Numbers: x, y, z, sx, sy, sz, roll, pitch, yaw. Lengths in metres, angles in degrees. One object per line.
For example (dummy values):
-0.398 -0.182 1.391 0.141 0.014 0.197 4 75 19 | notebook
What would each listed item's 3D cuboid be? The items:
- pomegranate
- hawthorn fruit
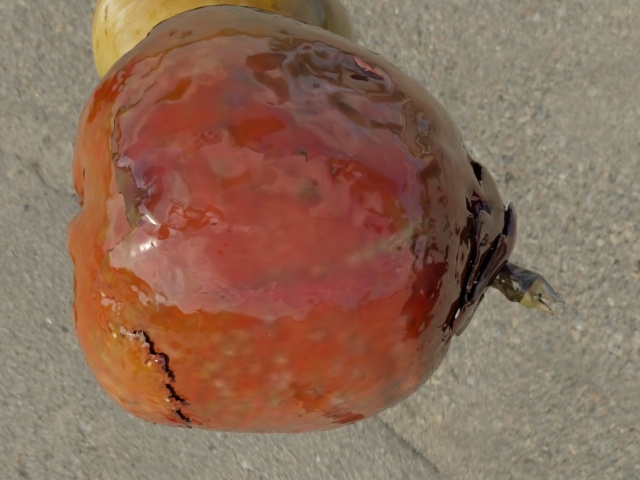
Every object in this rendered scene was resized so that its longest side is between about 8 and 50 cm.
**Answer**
-0.082 -0.152 0.812 0.248 0.248 0.248 -2 62 4 | pomegranate
0.000 0.000 0.570 0.308 0.276 0.276 9 63 -5 | hawthorn fruit
